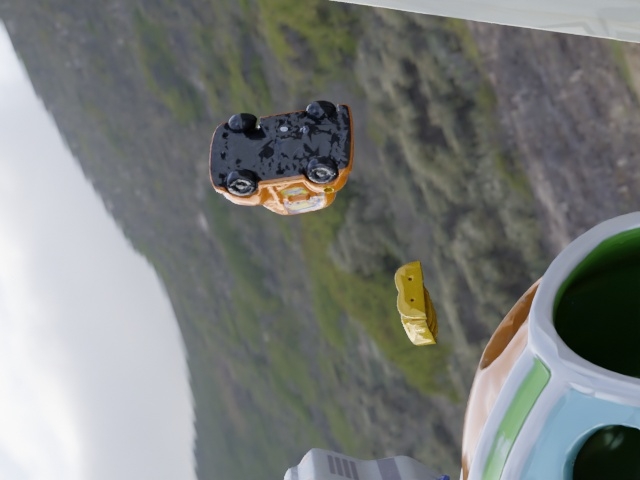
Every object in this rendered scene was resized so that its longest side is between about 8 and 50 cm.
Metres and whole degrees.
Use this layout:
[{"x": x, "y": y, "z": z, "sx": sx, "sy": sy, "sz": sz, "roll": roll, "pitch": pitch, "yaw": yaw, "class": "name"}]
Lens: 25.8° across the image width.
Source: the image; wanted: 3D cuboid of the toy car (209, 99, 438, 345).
[{"x": 0.000, "y": 0.000, "z": 0.523, "sx": 0.040, "sy": 0.060, "sz": 0.122, "roll": 67, "pitch": -179, "yaw": -53, "class": "toy car"}]

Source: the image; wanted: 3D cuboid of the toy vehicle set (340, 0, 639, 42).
[{"x": 0.128, "y": -0.132, "z": 0.659, "sx": 0.267, "sy": 0.166, "sz": 0.035, "roll": 16, "pitch": 115, "yaw": 42, "class": "toy vehicle set"}]

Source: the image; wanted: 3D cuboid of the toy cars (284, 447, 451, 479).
[{"x": 0.141, "y": 0.237, "z": 0.903, "sx": 0.394, "sy": 0.087, "sz": 0.176, "roll": 35, "pitch": -174, "yaw": 35, "class": "toy cars"}]

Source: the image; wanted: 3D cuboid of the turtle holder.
[{"x": 0.210, "y": 0.119, "z": 0.664, "sx": 0.320, "sy": 0.243, "sz": 0.227, "roll": 37, "pitch": 155, "yaw": 46, "class": "turtle holder"}]
